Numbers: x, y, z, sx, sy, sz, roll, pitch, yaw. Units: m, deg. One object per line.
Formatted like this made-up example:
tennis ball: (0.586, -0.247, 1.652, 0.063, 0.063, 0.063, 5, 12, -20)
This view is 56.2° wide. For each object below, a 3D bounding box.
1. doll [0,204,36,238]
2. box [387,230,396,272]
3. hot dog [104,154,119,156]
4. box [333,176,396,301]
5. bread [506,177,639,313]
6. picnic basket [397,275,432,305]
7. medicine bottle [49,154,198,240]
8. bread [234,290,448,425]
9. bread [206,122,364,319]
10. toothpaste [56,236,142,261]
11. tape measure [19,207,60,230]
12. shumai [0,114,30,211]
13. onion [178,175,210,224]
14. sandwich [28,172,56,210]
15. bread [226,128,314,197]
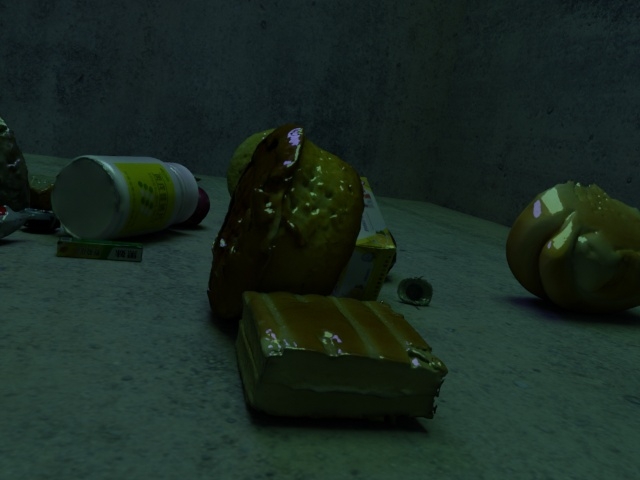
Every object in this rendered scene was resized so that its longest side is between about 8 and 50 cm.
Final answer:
doll: (-0.734, -0.033, 1.305, 0.102, 0.075, 0.227, 4, 14, 38)
box: (0.000, 0.000, 1.548, 0.403, 0.108, 0.263, 5, 28, -22)
hot dog: (-0.639, -0.199, 1.816, 0.270, 0.082, 0.162, -7, -5, 43)
box: (0.069, -0.010, 1.337, 0.097, 0.168, 0.265, 2, 41, -16)
bread: (0.690, 0.022, 1.513, 0.423, 0.329, 0.245, 11, 8, -21)
picnic basket: (0.215, 0.114, 1.351, 0.083, 0.065, 0.083, 13, -7, -3)
medicine bottle: (-0.501, -0.117, 1.593, 0.213, 0.214, 0.378, 12, 11, 17)
bread: (0.016, 0.151, 0.806, 0.239, 0.111, 0.246, 6, 10, -13)
bread: (-0.064, -0.018, 1.045, 0.204, 0.337, 0.358, 16, -19, -17)
toothpaste: (-0.490, 0.020, 1.335, 0.178, 0.037, 0.043, 5, 7, -21)
tape measure: (-0.701, -0.051, 1.504, 0.091, 0.054, 0.094, 11, 1, 5)
shumai: (-0.934, -0.172, 1.534, 0.288, 0.292, 0.330, -25, 68, -40)
onion: (-0.431, -0.120, 1.864, 0.177, 0.154, 0.177, 2, 13, 0)
sandwich: (-0.889, -0.161, 1.881, 0.251, 0.087, 0.226, 12, 9, 19)
bread: (-0.130, -0.201, 2.074, 0.348, 0.348, 0.308, 10, 5, 6)
